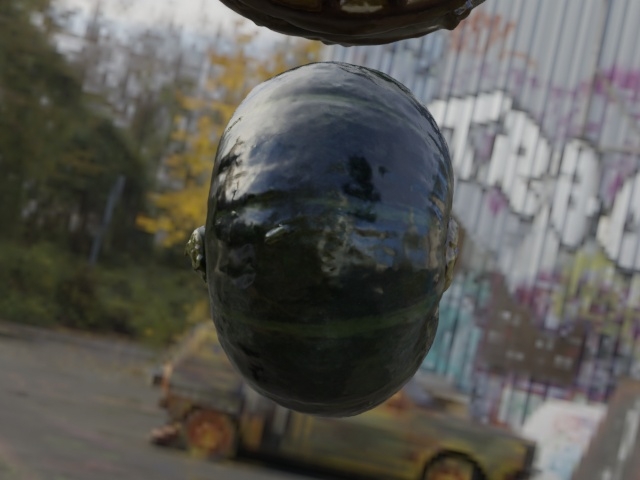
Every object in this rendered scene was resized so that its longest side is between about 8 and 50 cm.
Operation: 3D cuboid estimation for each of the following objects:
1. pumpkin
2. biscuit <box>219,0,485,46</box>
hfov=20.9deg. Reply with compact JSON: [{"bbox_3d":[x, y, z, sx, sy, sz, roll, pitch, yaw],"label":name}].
[{"bbox_3d":[0.003,0.000,0.810,0.125,0.167,0.167,18,-2,-2],"label":"pumpkin"},{"bbox_3d":[0.017,-0.305,1.354,0.332,0.332,0.103,12,-19,-1],"label":"biscuit"}]
